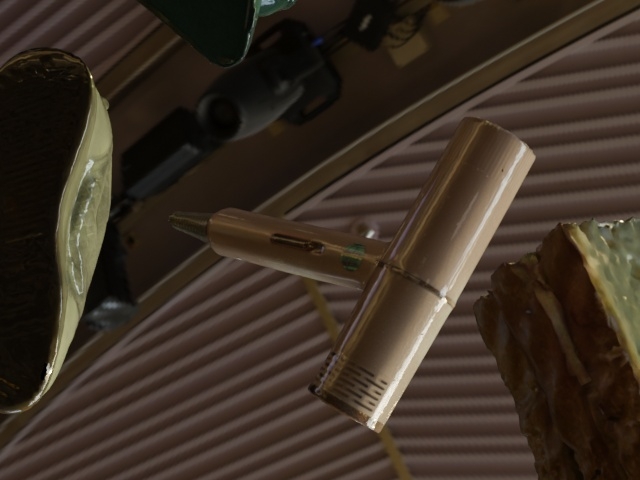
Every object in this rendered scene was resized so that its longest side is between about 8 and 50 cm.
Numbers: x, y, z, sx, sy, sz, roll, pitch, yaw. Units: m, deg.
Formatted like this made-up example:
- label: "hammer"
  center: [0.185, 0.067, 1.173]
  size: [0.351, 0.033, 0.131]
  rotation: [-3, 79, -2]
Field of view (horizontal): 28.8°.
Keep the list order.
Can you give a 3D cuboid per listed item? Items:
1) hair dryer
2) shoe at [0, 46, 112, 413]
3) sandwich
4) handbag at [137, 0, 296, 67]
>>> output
- label: "hair dryer"
  center: [0.004, -0.012, 0.802]
  size: [0.220, 0.053, 0.195]
  rotation: [28, -95, 38]
- label: "shoe"
  center: [-0.215, -0.005, 0.955]
  size: [0.103, 0.098, 0.275]
  rotation: [12, -95, 15]
- label: "sandwich"
  center: [0.297, 0.114, 0.965]
  size: [0.131, 0.325, 0.262]
  rotation: [-45, -121, 47]
- label: "handbag"
  center: [-0.098, -0.281, 0.796]
  size: [0.238, 0.089, 0.326]
  rotation: [38, -30, 10]
